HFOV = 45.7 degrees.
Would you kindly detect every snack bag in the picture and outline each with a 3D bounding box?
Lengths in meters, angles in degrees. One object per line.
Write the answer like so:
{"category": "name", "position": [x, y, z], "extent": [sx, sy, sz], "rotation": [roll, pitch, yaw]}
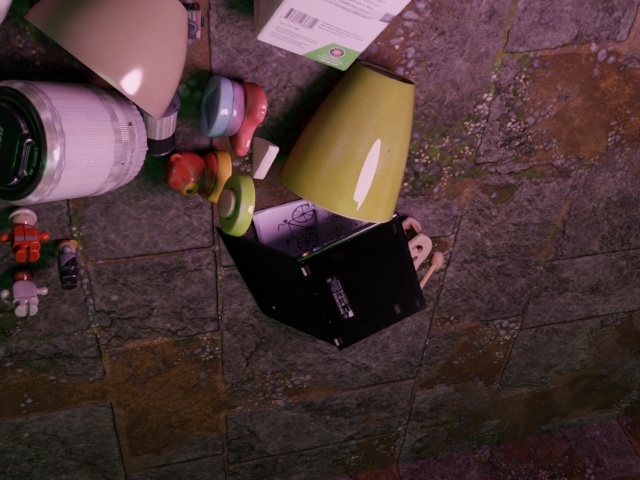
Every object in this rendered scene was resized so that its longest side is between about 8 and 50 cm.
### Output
{"category": "snack bag", "position": [0.000, 0.000, 1.993], "extent": [0.343, 0.037, 0.323], "rotation": [-14, 137, -7]}

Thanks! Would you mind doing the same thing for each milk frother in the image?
{"category": "milk frother", "position": [-0.360, -0.222, 1.547], "extent": [0.129, 0.143, 0.134], "rotation": [9, 149, -9]}

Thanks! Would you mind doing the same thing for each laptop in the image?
{"category": "laptop", "position": [0.011, 0.074, 1.949], "extent": [0.408, 0.236, 0.381], "rotation": [-25, 136, -3]}

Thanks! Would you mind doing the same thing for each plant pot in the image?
{"category": "plant pot", "position": [-0.348, -0.376, 1.354], "extent": [0.191, 0.284, 0.284], "rotation": [-53, 132, -1]}
{"category": "plant pot", "position": [0.086, -0.231, 1.662], "extent": [0.275, 0.275, 0.293], "rotation": [10, 113, -28]}

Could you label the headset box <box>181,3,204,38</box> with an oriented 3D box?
{"category": "headset box", "position": [-0.268, -0.426, 1.476], "extent": [0.083, 0.032, 0.062], "rotation": [-4, 134, -15]}

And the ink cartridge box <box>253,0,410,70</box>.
{"category": "ink cartridge box", "position": [0.035, -0.474, 1.414], "extent": [0.211, 0.121, 0.289], "rotation": [14, 147, -31]}

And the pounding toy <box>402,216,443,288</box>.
{"category": "pounding toy", "position": [0.219, 0.048, 1.993], "extent": [0.270, 0.154, 0.154], "rotation": [-11, 138, -22]}

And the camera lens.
{"category": "camera lens", "position": [-0.490, -0.185, 1.416], "extent": [0.219, 0.219, 0.274], "rotation": [-48, 166, 26]}

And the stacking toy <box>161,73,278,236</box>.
{"category": "stacking toy", "position": [-0.219, -0.172, 1.572], "extent": [0.131, 0.279, 0.308], "rotation": [7, 126, -28]}

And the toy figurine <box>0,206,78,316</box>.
{"category": "toy figurine", "position": [-0.674, 0.049, 1.723], "extent": [0.213, 0.148, 0.209], "rotation": [-34, 141, 11]}

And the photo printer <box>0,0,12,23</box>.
{"category": "photo printer", "position": [-0.661, -0.397, 1.212], "extent": [0.308, 0.107, 0.256], "rotation": [-3, 167, -41]}
